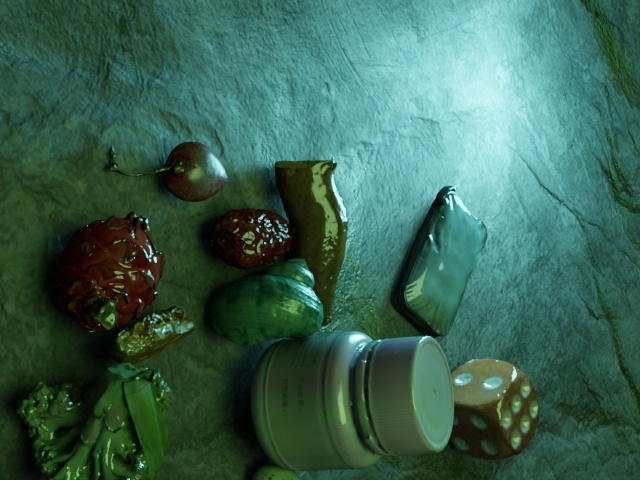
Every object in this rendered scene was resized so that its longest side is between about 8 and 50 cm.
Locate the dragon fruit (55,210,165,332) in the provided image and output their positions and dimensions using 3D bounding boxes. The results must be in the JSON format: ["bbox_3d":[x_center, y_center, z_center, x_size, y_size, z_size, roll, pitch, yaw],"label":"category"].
[{"bbox_3d":[-0.338,0.056,1.648,0.172,0.172,0.209,51,44,-31],"label":"dragon fruit"}]

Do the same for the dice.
[{"bbox_3d":[0.389,0.388,2.369,0.175,0.179,0.174,-41,117,-35],"label":"dice"}]

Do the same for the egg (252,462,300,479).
[{"bbox_3d":[-0.084,0.468,1.952,0.110,0.085,0.085,35,65,-26],"label":"egg"}]

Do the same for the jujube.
[{"bbox_3d":[-0.127,-0.005,1.902,0.176,0.109,0.112,-8,89,-56],"label":"jujube"}]

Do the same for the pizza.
[{"bbox_3d":[-0.285,0.159,1.717,0.058,0.127,0.246,58,26,4],"label":"pizza"}]

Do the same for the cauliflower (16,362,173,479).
[{"bbox_3d":[-0.322,0.272,1.592,0.256,0.239,0.315,-21,147,-46],"label":"cauliflower"}]

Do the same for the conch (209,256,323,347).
[{"bbox_3d":[-0.083,0.108,1.901,0.196,0.134,0.202,34,32,3],"label":"conch"}]

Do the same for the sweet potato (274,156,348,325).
[{"bbox_3d":[-0.002,0.000,2.020,0.131,0.131,0.337,-21,104,-44],"label":"sweet potato"}]

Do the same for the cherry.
[{"bbox_3d":[-0.261,-0.133,1.792,0.225,0.090,0.107,19,87,-35],"label":"cherry"}]

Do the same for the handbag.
[{"bbox_3d":[0.282,0.048,2.349,0.191,0.075,0.332,41,64,-33],"label":"handbag"}]

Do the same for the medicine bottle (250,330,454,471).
[{"bbox_3d":[0.062,0.294,1.900,0.256,0.324,0.256,35,51,-58],"label":"medicine bottle"}]
